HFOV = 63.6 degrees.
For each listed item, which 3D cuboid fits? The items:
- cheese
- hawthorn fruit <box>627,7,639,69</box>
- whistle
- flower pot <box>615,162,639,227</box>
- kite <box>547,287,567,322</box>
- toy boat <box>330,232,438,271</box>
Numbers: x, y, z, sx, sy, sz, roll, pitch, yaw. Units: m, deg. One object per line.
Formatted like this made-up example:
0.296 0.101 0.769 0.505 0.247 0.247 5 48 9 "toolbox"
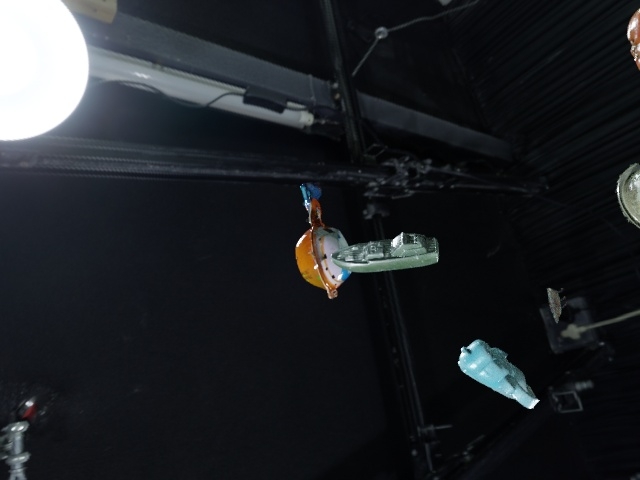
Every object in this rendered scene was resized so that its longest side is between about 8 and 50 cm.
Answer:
0.000 0.000 1.453 0.217 0.129 0.329 11 -114 -74 "cheese"
0.676 -0.390 0.933 0.162 0.204 0.162 42 -143 -43 "hawthorn fruit"
0.449 0.336 1.306 0.274 0.093 0.186 34 -161 -24 "whistle"
1.194 -0.184 1.729 0.290 0.259 0.290 2 -109 -5 "flower pot"
0.878 0.219 1.906 0.229 0.016 0.127 -13 -89 -54 "kite"
0.150 0.028 1.240 0.078 0.261 0.085 -80 -22 -46 "toy boat"
